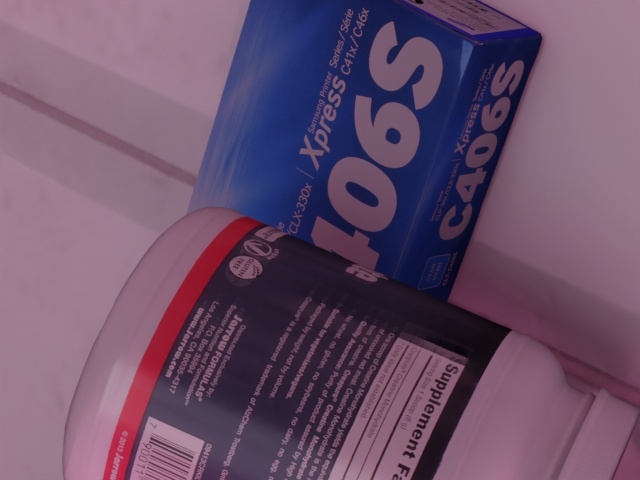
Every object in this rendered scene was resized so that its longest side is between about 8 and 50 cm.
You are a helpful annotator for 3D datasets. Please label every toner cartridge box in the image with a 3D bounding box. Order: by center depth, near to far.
[{"bbox_3d":[0.000,0.000,1.185,0.165,0.075,0.347,32,116,32],"label":"toner cartridge box"}]

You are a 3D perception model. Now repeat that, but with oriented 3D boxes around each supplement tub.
[{"bbox_3d":[0.016,0.113,1.040,0.272,0.191,0.191,23,113,11],"label":"supplement tub"}]
